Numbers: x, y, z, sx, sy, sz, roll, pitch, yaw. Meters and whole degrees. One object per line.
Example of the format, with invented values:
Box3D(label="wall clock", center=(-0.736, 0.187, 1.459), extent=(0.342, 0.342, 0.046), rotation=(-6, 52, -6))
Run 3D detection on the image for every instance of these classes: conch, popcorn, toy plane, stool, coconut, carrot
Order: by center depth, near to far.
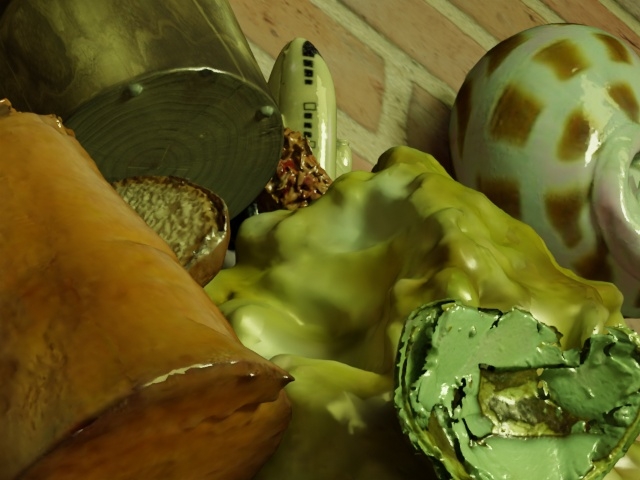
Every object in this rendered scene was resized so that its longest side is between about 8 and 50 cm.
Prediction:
Box3D(label="coconut", center=(0.102, 0.091, 1.094), extent=(0.158, 0.055, 0.133), rotation=(22, 71, -17))
Box3D(label="carrot", center=(-0.154, 0.043, 1.112), extent=(0.196, 0.196, 0.254), rotation=(10, 37, -50))
Box3D(label="popcorn", center=(0.062, 0.128, 1.263), extent=(0.334, 0.293, 0.292), rotation=(-48, 133, -37))
Box3D(label="stool", center=(-0.149, -0.141, 1.400), extent=(0.179, 0.179, 0.264), rotation=(19, 36, -42))
Box3D(label="toy plane", center=(-0.018, -0.041, 1.524), extent=(0.229, 0.092, 0.244), rotation=(17, 55, -41))
Box3D(label="conch", center=(0.220, -0.074, 1.828), extent=(0.368, 0.197, 0.249), rotation=(-79, 154, -61))

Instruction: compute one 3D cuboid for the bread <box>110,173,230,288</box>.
Box3D(label="bread", center=(-0.117, 0.017, 1.264), extent=(0.129, 0.126, 0.044), rotation=(23, -24, 45))

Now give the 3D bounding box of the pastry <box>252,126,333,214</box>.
Box3D(label="pastry", center=(0.001, -0.001, 1.414), extent=(0.063, 0.087, 0.169), rotation=(-38, 90, -21))
